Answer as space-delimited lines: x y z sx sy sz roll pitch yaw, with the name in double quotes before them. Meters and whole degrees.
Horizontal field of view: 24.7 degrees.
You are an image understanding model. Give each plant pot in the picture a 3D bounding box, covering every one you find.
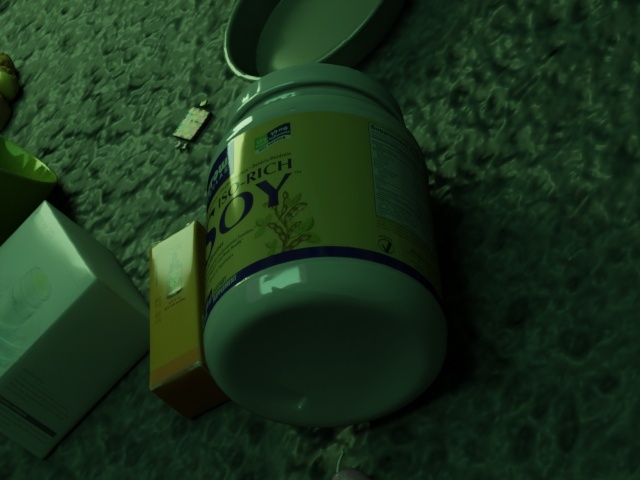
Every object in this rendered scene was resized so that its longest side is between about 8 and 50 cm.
"plant pot" -0.564 -0.021 2.084 0.275 0.274 0.294 37 101 52

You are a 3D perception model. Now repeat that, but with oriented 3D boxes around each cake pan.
"cake pan" 0.000 -0.313 1.944 0.293 0.054 0.293 -25 43 26

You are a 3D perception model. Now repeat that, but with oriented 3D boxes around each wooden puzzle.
"wooden puzzle" -0.177 -0.159 2.014 0.049 0.006 0.083 20 73 50

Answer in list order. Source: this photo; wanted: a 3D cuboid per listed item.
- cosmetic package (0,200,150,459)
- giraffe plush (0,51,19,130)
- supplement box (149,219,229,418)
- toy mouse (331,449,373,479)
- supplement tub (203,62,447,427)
"cosmetic package" -0.347 0.107 1.839 0.225 0.138 0.224 -45 38 1
"giraffe plush" -0.619 -0.248 2.376 0.210 0.170 0.181 -37 39 13
"supplement box" -0.152 0.089 1.718 0.078 0.080 0.233 -29 43 21
"toy mouse" 0.023 0.274 1.427 0.143 0.031 0.161 -8 52 39
"supplement tub" 0.000 0.000 1.519 0.241 0.241 0.331 -27 42 24
